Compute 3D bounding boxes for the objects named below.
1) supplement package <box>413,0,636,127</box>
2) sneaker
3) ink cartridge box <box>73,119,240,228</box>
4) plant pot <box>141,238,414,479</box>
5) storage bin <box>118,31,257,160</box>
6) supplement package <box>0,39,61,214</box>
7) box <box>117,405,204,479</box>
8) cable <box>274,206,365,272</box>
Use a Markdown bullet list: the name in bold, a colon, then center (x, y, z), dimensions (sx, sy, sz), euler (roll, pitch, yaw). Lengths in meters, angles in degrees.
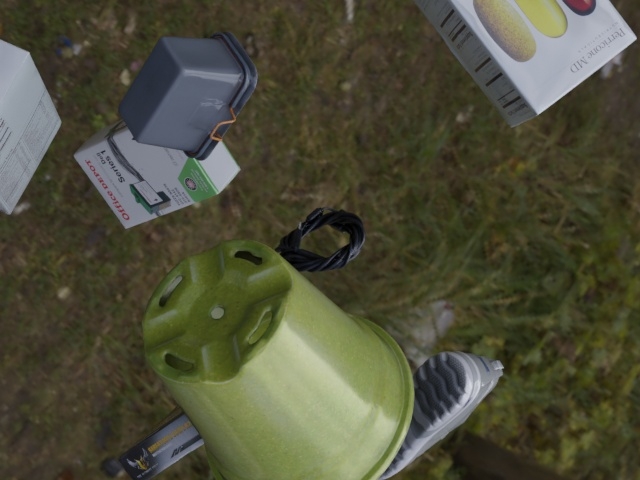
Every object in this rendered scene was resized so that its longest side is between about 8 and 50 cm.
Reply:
- **supplement package**: center (0.198, -0.262, 1.142), dimensions (0.139, 0.244, 0.134), euler (-38, -179, -1)
- **sneaker**: center (0.138, 0.242, 1.421), dimensions (0.115, 0.105, 0.281), euler (0, 149, -41)
- **ink cartridge box**: center (-0.267, -0.128, 1.724), dimensions (0.160, 0.219, 0.092), euler (57, 37, -19)
- **plant pot**: center (-0.064, 0.140, 1.202), dimensions (0.276, 0.276, 0.254), euler (-47, 139, -12)
- **storage bin**: center (-0.143, -0.149, 1.115), dimensions (0.091, 0.098, 0.135), euler (-2, 140, -47)
- **supplement package**: center (-0.447, -0.159, 1.279), dimensions (0.203, 0.194, 0.149), euler (103, 11, -74)
- **box**: center (-0.181, 0.269, 1.640), dimensions (0.231, 0.056, 0.183), euler (-36, -178, 30)
- **cable**: center (0.000, 0.000, 1.849), dimensions (0.150, 0.184, 0.047), euler (-28, 121, -12)
